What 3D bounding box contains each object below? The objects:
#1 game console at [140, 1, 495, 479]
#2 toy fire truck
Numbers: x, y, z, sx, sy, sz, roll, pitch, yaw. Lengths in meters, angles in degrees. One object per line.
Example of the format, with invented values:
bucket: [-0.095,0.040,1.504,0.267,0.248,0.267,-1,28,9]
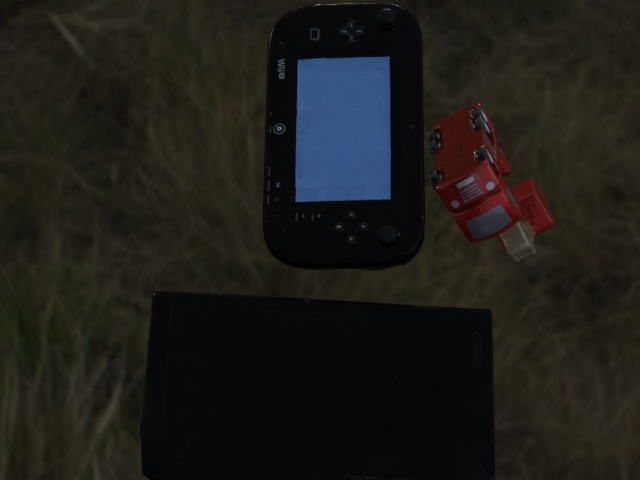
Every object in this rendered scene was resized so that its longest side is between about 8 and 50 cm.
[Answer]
game console: [0.000,0.000,1.082,0.213,0.044,0.361,3,62,-4]
toy fire truck: [0.133,-0.032,1.294,0.047,0.135,0.192,-28,20,13]
